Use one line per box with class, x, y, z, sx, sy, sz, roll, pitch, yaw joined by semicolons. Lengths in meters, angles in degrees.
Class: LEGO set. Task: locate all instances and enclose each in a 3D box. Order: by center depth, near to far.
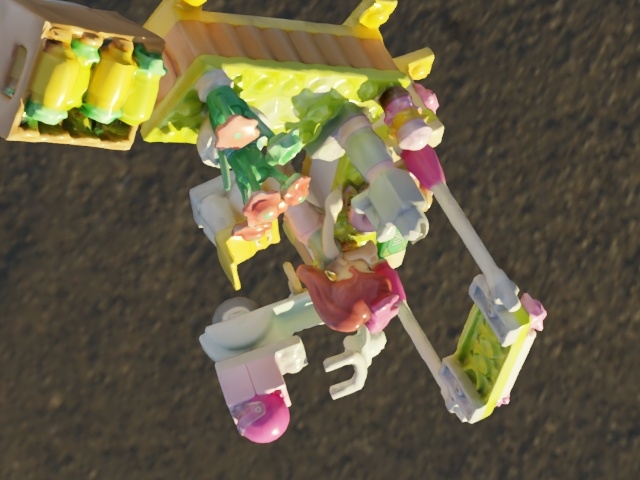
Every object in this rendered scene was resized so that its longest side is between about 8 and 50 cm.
LEGO set;0.000;0.000;0.638;0.132;0.287;0.107;-31;66;1
